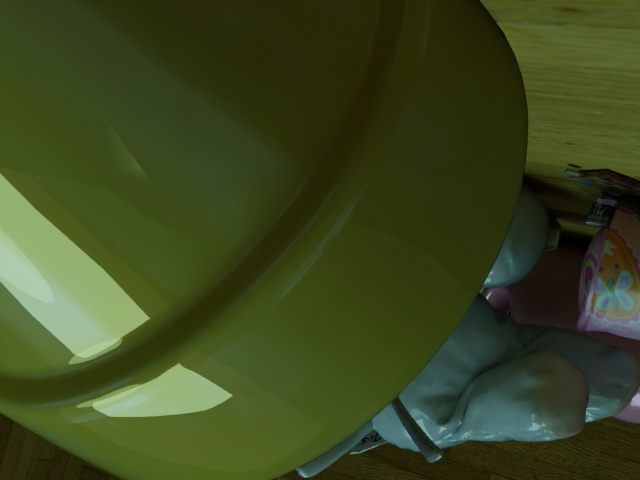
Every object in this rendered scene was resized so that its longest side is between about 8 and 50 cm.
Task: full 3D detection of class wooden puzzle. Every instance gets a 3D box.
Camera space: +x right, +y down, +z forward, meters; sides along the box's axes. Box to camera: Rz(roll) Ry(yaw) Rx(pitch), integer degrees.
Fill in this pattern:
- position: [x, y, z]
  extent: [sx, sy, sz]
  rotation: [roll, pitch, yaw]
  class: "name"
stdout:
- position: [0.229, -0.044, 0.904]
  extent: [0.083, 0.006, 0.049]
  rotation: [17, 175, -21]
  class: "wooden puzzle"

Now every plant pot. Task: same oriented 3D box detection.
- position: [-0.091, -0.065, 0.425]
  extent: [0.254, 0.254, 0.239]
  rotation: [10, 158, 48]
  class: "plant pot"

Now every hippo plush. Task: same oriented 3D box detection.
- position: [0.133, 0.063, 1.073]
  extent: [0.294, 0.236, 0.234]
  rotation: [-14, 177, 28]
  class: "hippo plush"

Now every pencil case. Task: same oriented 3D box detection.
- position: [0.347, 0.045, 0.916]
  extent: [0.284, 0.124, 0.124]
  rotation: [14, 175, 15]
  class: "pencil case"

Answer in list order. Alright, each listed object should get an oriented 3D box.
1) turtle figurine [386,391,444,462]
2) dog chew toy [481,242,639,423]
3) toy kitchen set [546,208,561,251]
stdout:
- position: [-0.023, 0.040, 0.860]
  extent: [0.198, 0.274, 0.266]
  rotation: [18, 150, -10]
  class: "turtle figurine"
- position: [0.346, 0.117, 1.309]
  extent: [0.332, 0.206, 0.206]
  rotation: [9, 177, -15]
  class: "dog chew toy"
- position: [0.187, -0.027, 1.148]
  extent: [0.083, 0.075, 0.068]
  rotation: [-15, 140, -14]
  class: "toy kitchen set"
